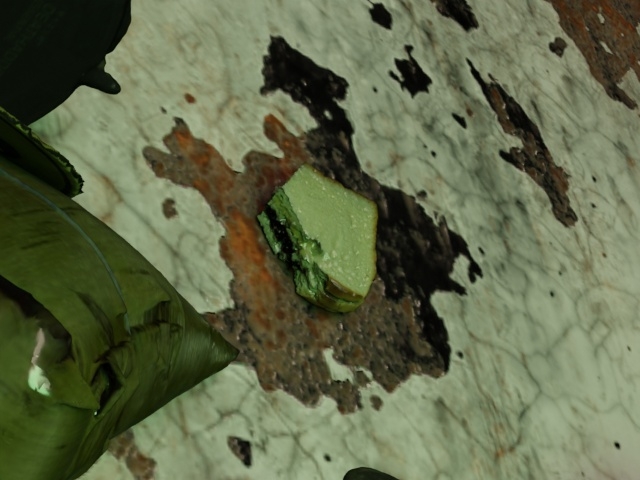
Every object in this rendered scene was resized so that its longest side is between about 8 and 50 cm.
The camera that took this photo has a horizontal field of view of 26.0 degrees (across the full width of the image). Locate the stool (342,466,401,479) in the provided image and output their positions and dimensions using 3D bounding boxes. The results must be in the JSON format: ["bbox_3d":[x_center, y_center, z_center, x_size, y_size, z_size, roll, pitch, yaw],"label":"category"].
[{"bbox_3d":[0.067,0.260,0.673,0.272,0.178,0.272,22,23,-10],"label":"stool"}]

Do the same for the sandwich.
[{"bbox_3d":[0.000,0.000,0.997,0.093,0.035,0.105,23,47,-30],"label":"sandwich"}]

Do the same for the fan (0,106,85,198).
[{"bbox_3d":[-0.248,-0.096,0.692,0.335,0.229,0.011,43,68,-46],"label":"fan"}]

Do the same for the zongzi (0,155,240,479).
[{"bbox_3d":[-0.207,-0.001,0.744,0.323,0.160,0.360,40,14,9],"label":"zongzi"}]

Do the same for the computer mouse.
[{"bbox_3d":[-0.220,-0.154,0.803,0.264,0.147,0.088,33,23,-41],"label":"computer mouse"}]
